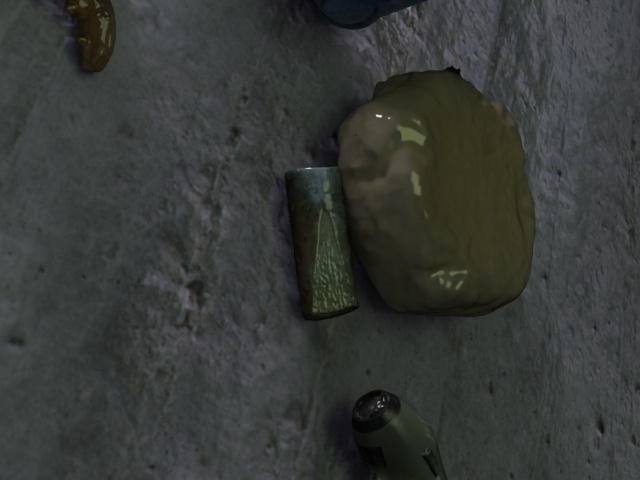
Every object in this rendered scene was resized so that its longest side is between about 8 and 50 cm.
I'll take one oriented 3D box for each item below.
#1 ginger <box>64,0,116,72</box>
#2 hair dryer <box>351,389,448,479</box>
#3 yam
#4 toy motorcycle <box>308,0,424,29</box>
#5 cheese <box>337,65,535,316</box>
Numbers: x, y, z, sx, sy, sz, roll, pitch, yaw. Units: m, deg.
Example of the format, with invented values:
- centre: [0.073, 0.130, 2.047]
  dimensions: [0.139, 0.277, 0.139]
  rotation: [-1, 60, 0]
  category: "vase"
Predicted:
- centre: [-0.239, -0.241, 0.896]
  dimensions: [0.173, 0.051, 0.069]
  rotation: [52, 49, -18]
  category: "ginger"
- centre: [0.085, 0.299, 1.046]
  dimensions: [0.219, 0.088, 0.225]
  rotation: [37, 66, -37]
  category: "hair dryer"
- centre: [0.000, 0.000, 1.052]
  dimensions: [0.068, 0.068, 0.169]
  rotation: [5, 72, -45]
  category: "yam"
- centre: [0.069, -0.353, 1.060]
  dimensions: [0.241, 0.319, 0.182]
  rotation: [35, 56, -43]
  category: "toy motorcycle"
- centre: [0.150, -0.061, 1.178]
  dimensions: [0.318, 0.115, 0.326]
  rotation: [56, 40, -24]
  category: "cheese"
